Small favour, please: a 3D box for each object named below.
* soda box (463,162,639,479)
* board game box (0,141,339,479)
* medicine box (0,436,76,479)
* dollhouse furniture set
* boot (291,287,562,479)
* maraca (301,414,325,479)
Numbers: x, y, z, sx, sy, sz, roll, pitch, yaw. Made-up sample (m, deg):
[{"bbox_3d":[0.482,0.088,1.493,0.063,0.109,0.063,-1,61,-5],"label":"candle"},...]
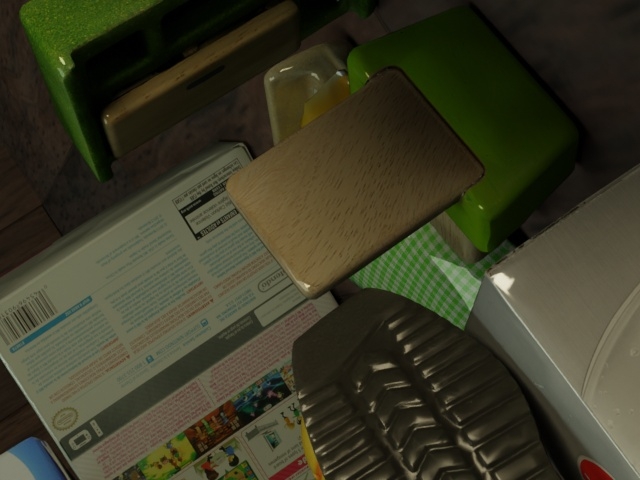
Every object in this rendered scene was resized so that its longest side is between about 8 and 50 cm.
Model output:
[{"bbox_3d":[0.169,0.110,0.594,0.286,0.091,0.098,54,169,13],"label":"soda box"},{"bbox_3d":[-0.079,0.114,1.261,0.303,0.224,0.097,60,167,-12],"label":"board game box"},{"bbox_3d":[-0.250,0.328,1.260,0.149,0.289,0.263,51,169,39],"label":"medicine box"},{"bbox_3d":[0.000,0.000,0.826,0.197,0.151,0.301,51,167,23],"label":"dollhouse furniture set"},{"bbox_3d":[0.068,0.119,0.641,0.198,0.077,0.137,53,175,28],"label":"boot"},{"bbox_3d":[0.067,0.144,1.087,0.185,0.099,0.127,32,178,-13],"label":"maraca"}]
